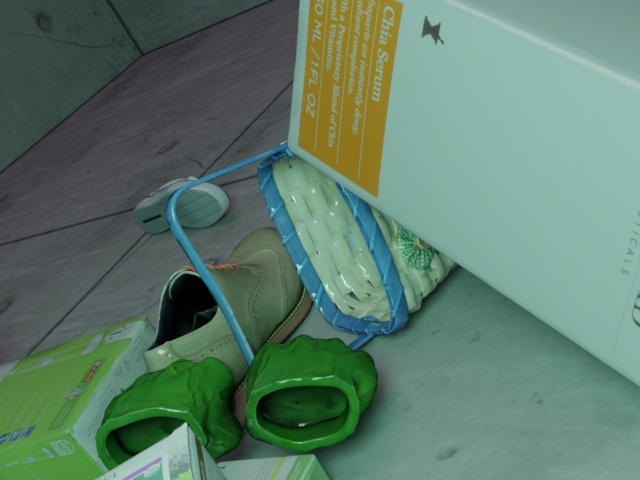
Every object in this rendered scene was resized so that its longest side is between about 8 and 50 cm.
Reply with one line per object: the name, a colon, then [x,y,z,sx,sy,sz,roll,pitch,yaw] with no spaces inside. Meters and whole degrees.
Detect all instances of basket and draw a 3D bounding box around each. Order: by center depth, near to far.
basket: [0.000,0.000,1.125,0.289,0.255,0.201,-32,10,-21]

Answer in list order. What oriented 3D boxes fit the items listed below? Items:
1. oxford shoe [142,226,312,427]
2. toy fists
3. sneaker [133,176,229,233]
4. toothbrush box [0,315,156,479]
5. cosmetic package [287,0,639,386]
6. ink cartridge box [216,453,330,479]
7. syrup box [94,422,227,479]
oxford shoe: [-0.108,0.070,1.252,0.140,0.146,0.397,-24,23,20]
toy fists: [-0.079,0.162,0.998,0.279,0.096,0.142,-14,16,9]
sneaker: [-0.239,-0.078,1.804,0.258,0.094,0.091,-6,38,48]
toothbrush box: [-0.325,0.229,1.233,0.283,0.122,0.206,-18,26,28]
cosmetic package: [0.173,-0.102,0.874,0.161,0.230,0.453,-20,40,-35]
ink cartridge box: [-0.117,0.285,0.940,0.235,0.056,0.171,-13,29,34]
syrup box: [-0.067,0.253,0.694,0.093,0.237,0.096,-31,22,0]
